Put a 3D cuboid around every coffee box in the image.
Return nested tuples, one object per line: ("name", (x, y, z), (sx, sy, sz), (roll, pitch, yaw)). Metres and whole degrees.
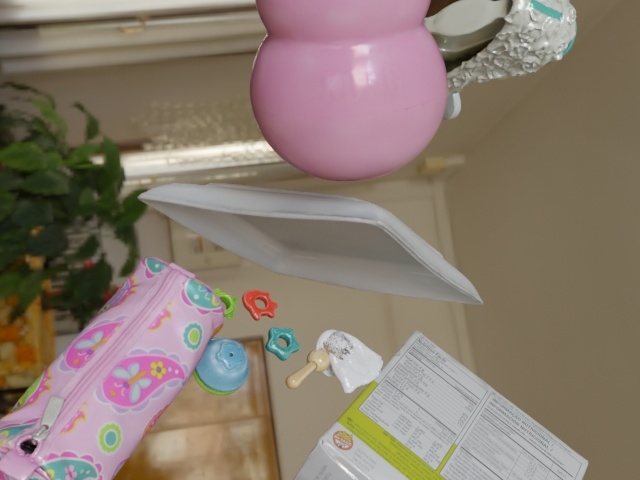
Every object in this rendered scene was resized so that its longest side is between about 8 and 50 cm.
("coffee box", (0.139, 0.413, 1.433), (0.334, 0.338, 0.337), (-40, 163, -53))

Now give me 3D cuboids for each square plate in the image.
("square plate", (0.000, 0.000, 1.218), (0.344, 0.347, 0.049), (33, 69, -56))

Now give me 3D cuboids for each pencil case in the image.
("pencil case", (-0.212, 0.144, 0.943), (0.284, 0.124, 0.124), (-53, 159, -38))

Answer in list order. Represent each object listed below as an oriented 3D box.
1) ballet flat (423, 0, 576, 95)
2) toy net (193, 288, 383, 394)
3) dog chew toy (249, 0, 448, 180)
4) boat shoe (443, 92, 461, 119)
("ballet flat", (0.175, -0.284, 1.362), (0.409, 0.147, 0.147), (-12, -97, 50))
("toy net", (-0.038, 0.128, 1.138), (0.045, 0.232, 0.122), (131, -39, -52))
("dog chew toy", (0.024, -0.233, 0.952), (0.206, 0.207, 0.331), (-118, -158, -63))
("boat shoe", (0.222, -0.321, 1.747), (0.078, 0.070, 0.219), (-49, -126, 51))
